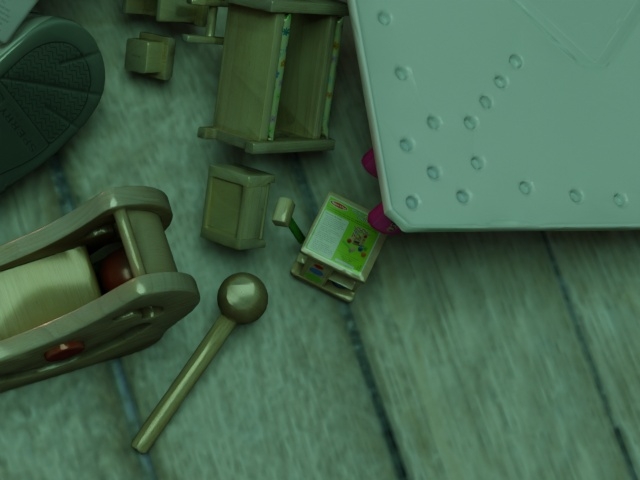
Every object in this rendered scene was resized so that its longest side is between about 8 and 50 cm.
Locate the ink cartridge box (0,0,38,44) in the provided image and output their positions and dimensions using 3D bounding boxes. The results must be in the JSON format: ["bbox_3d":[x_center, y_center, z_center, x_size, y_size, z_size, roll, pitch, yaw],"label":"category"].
[{"bbox_3d":[-0.221,-0.284,1.176,0.224,0.045,0.223,-51,51,5],"label":"ink cartridge box"}]

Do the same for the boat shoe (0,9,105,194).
[{"bbox_3d":[-0.299,-0.054,1.164,0.320,0.118,0.103,-44,41,-16],"label":"boat shoe"}]

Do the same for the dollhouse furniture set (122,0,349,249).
[{"bbox_3d":[-0.072,-0.104,1.244,0.101,0.161,0.182,-6,110,-49],"label":"dollhouse furniture set"}]

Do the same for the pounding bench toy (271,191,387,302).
[{"bbox_3d":[0.000,0.000,1.206,0.083,0.065,0.052,26,69,-2],"label":"pounding bench toy"}]

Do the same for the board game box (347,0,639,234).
[{"bbox_3d":[0.181,-0.187,1.249,0.390,0.050,0.390,-1,72,-28],"label":"board game box"}]

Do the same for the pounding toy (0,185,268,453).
[{"bbox_3d":[-0.156,0.065,1.115,0.269,0.154,0.155,-16,75,-13],"label":"pounding toy"}]
